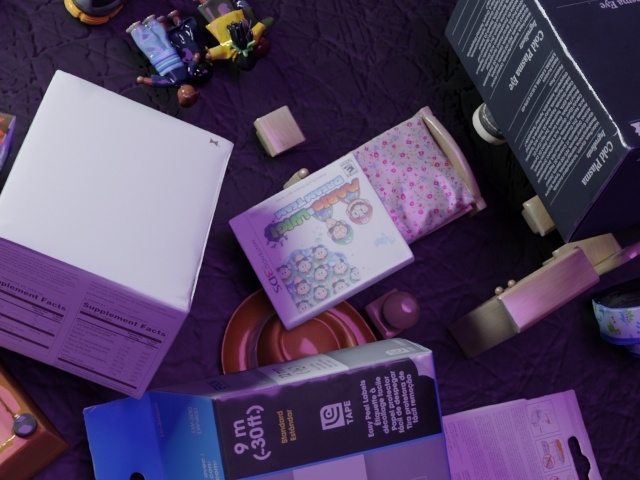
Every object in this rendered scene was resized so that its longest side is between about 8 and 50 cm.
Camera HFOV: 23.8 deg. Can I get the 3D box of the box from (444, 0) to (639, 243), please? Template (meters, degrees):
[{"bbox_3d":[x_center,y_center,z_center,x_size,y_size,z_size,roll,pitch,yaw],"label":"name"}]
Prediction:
[{"bbox_3d":[0.370,-0.198,1.699,0.343,0.179,0.312,-13,60,-24],"label":"box"}]

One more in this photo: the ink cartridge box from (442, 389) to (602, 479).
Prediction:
[{"bbox_3d":[0.216,0.273,1.709,0.225,0.056,0.181,-7,76,-38],"label":"ink cartridge box"}]

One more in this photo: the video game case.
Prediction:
[{"bbox_3d":[0.000,0.000,1.636,0.157,0.019,0.143,-29,67,-2],"label":"video game case"}]

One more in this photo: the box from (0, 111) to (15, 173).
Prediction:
[{"bbox_3d":[-0.474,-0.083,1.512,0.293,0.057,0.201,14,44,-2],"label":"box"}]

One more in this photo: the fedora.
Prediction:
[{"bbox_3d":[-0.010,0.130,1.652,0.194,0.079,0.194,4,74,-16],"label":"fedora"}]

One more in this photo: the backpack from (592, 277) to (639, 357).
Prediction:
[{"bbox_3d":[0.381,0.090,1.771,0.114,0.105,0.084,-12,100,-10],"label":"backpack"}]

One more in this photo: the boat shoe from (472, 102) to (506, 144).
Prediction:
[{"bbox_3d":[0.261,-0.186,1.813,0.075,0.065,0.206,47,52,2],"label":"boat shoe"}]

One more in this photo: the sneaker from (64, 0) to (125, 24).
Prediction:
[{"bbox_3d":[-0.207,-0.338,1.721,0.084,0.083,0.215,32,67,-5],"label":"sneaker"}]

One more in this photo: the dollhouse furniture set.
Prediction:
[{"bbox_3d":[0.153,-0.065,1.706,0.303,0.174,0.355,-30,85,-22],"label":"dollhouse furniture set"}]

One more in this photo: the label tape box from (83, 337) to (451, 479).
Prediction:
[{"bbox_3d":[-0.043,0.257,1.544,0.348,0.115,0.249,-11,98,-17],"label":"label tape box"}]

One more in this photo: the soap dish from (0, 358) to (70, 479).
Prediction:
[{"bbox_3d":[-0.422,0.160,1.498,0.229,0.118,0.291,-38,87,-22],"label":"soap dish"}]

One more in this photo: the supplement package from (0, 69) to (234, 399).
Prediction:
[{"bbox_3d":[-0.224,-0.010,1.535,0.204,0.145,0.262,22,40,-11],"label":"supplement package"}]

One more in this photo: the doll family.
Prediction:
[{"bbox_3d":[-0.130,-0.219,1.720,0.193,0.076,0.111,-30,90,-17],"label":"doll family"}]
